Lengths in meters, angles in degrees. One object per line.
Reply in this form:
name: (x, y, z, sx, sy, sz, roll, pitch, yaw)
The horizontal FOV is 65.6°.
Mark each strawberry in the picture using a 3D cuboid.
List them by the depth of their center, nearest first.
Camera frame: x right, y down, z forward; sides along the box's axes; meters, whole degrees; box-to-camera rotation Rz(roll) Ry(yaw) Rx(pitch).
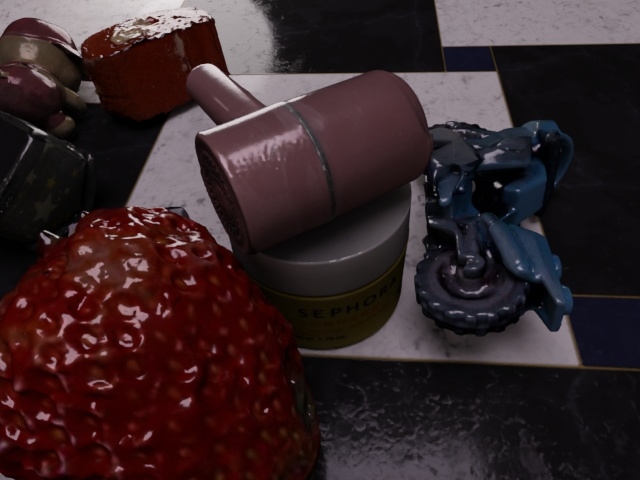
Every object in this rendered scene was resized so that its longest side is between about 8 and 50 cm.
strawberry: (-0.163, 0.117, 0.479, 0.309, 0.292, 0.292, 13, 50, 33)

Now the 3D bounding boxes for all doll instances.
doll: (-0.546, -0.312, 0.964, 0.196, 0.152, 0.256, 22, 49, -36)

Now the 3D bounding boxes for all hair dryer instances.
hair dryer: (-0.061, -0.144, 0.571, 0.210, 0.125, 0.352, -25, 45, -18)

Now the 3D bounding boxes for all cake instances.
cake: (-0.325, -0.358, 0.992, 0.283, 0.151, 0.177, -35, 43, -23)

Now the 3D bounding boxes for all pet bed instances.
pet bed: (-0.480, -0.099, 0.782, 0.210, 0.159, 0.183, 21, 80, 23)

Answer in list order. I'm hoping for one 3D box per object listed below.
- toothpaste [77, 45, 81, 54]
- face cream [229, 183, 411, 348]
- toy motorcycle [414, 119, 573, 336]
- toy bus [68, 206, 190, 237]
toothpaste: (-0.634, -0.347, 1.067, 0.314, 0.058, 0.056, -31, 97, -16)
face cream: (0.000, 0.000, 0.628, 0.218, 0.179, 0.218, -2, 49, 3)
toy motorcycle: (0.237, -0.052, 0.660, 0.232, 0.172, 0.416, -2, 40, 11)
toy bus: (-0.282, -0.006, 0.739, 0.171, 0.057, 0.072, -7, 55, 0)
